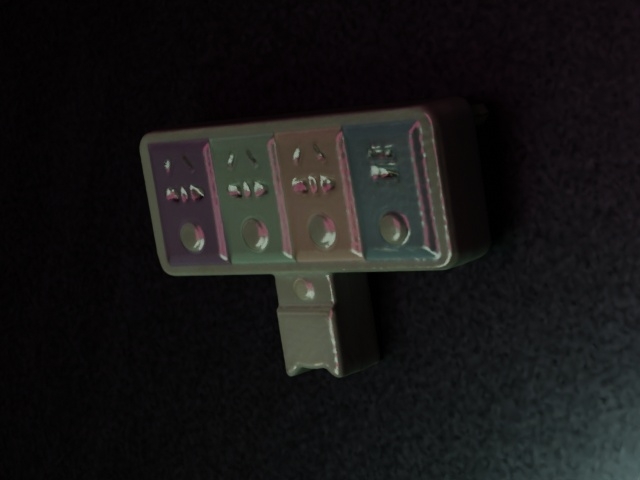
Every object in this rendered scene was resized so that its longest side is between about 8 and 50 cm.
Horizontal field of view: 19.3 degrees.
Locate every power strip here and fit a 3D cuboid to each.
[{"bbox_3d":[0.000,0.000,1.039,0.215,0.061,0.145,-1,99,41],"label":"power strip"}]
